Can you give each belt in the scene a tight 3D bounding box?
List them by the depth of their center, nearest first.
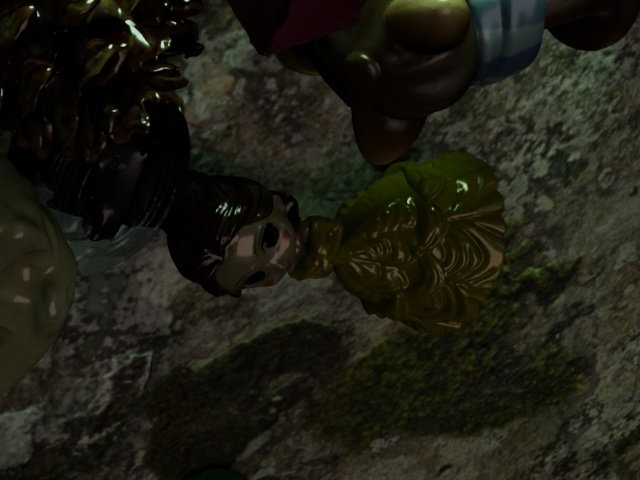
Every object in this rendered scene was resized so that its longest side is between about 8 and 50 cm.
[{"bbox_3d":[-0.194,-0.059,1.384,0.151,0.078,0.198,-12,135,-37],"label":"belt"}]

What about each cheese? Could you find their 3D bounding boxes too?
[{"bbox_3d":[-0.357,0.024,1.261,0.318,0.115,0.326,-12,144,-3],"label":"cheese"}]

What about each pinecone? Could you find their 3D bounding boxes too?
[{"bbox_3d":[-0.214,-0.175,1.160,0.224,0.272,0.224,-43,163,-16],"label":"pinecone"}]

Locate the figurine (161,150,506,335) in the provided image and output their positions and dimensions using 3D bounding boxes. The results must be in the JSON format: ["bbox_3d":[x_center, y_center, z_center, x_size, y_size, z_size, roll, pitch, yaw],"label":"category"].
[{"bbox_3d":[0.002,0.003,1.511,0.315,0.168,0.187,1,150,-37],"label":"figurine"}]

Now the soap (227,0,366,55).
[{"bbox_3d":[-0.048,-0.278,1.215,0.099,0.250,0.162,-23,160,-19],"label":"soap"}]

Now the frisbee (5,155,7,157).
[{"bbox_3d":[-0.338,-0.018,1.378,0.211,0.012,0.187,2,123,-36],"label":"frisbee"}]

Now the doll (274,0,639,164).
[{"bbox_3d":[0.129,-0.231,1.366,0.339,0.209,0.318,-31,166,-20],"label":"doll"}]

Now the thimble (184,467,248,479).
[{"bbox_3d":[-0.111,0.322,1.751,0.118,0.090,0.135,-16,134,-21],"label":"thimble"}]
